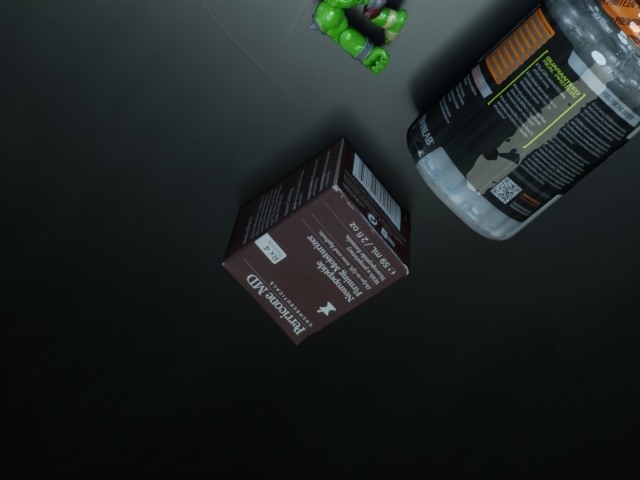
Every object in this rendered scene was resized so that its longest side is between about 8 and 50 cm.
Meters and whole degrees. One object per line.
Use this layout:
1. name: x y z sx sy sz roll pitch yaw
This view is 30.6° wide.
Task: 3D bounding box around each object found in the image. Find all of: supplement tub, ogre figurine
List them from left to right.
1. ogre figurine: 0.062 -0.325 1.506 0.118 0.097 0.197 14 130 -16
2. supplement tub: 0.292 -0.175 1.503 0.207 0.207 0.338 41 114 -16

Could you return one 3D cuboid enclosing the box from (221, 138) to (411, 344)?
1. box: 0.000 0.000 1.642 0.203 0.167 0.168 -34 111 20
